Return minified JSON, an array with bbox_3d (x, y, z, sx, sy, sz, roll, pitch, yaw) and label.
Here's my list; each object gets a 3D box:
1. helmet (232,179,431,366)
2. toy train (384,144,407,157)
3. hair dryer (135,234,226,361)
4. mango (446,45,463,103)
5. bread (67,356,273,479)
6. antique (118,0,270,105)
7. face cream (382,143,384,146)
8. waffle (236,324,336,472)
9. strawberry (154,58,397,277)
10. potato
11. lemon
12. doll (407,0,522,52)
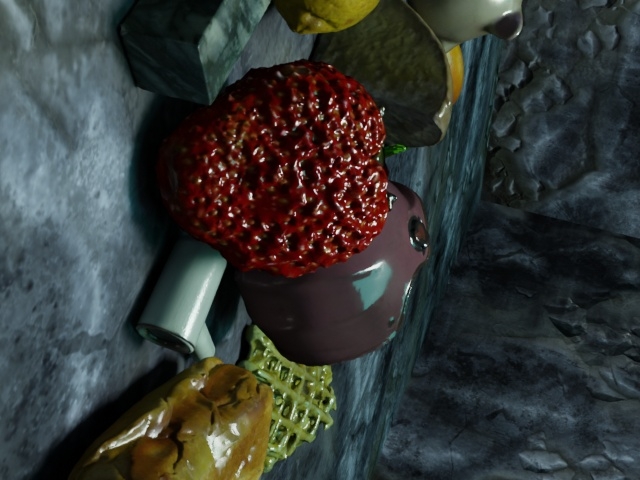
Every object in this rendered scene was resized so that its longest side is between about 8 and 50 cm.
[{"bbox_3d":[0.000,0.000,1.352,0.197,0.271,0.338,49,51,-46],"label":"helmet"},{"bbox_3d":[0.128,-0.181,1.818,0.209,0.044,0.042,168,-78,-74],"label":"toy train"},{"bbox_3d":[-0.157,0.100,1.207,0.236,0.073,0.131,80,27,-62],"label":"hair dryer"},{"bbox_3d":[0.240,-0.384,2.028,0.257,0.138,0.187,66,29,-76],"label":"mango"},{"bbox_3d":[-0.181,0.269,1.120,0.344,0.149,0.195,-35,137,-65],"label":"bread"},{"bbox_3d":[-0.120,-0.239,0.972,0.086,0.088,0.183,84,26,-55],"label":"antique"},{"bbox_3d":[0.059,-0.109,1.817,0.114,0.070,0.224,-56,168,-49],"label":"face cream"},{"bbox_3d":[-0.047,0.231,1.627,0.317,0.073,0.297,-30,123,-58],"label":"waffle"},{"bbox_3d":[-0.043,-0.075,1.108,0.257,0.261,0.261,-61,161,-70],"label":"strawberry"},{"bbox_3d":[0.126,-0.267,1.518,0.189,0.265,0.211,-61,156,-14],"label":"potato"},{"bbox_3d":[0.017,-0.360,1.203,0.207,0.170,0.170,-65,163,-15],"label":"lemon"},{"bbox_3d":[0.195,-0.491,1.466,0.226,0.215,0.370,-51,122,-39],"label":"doll"}]
